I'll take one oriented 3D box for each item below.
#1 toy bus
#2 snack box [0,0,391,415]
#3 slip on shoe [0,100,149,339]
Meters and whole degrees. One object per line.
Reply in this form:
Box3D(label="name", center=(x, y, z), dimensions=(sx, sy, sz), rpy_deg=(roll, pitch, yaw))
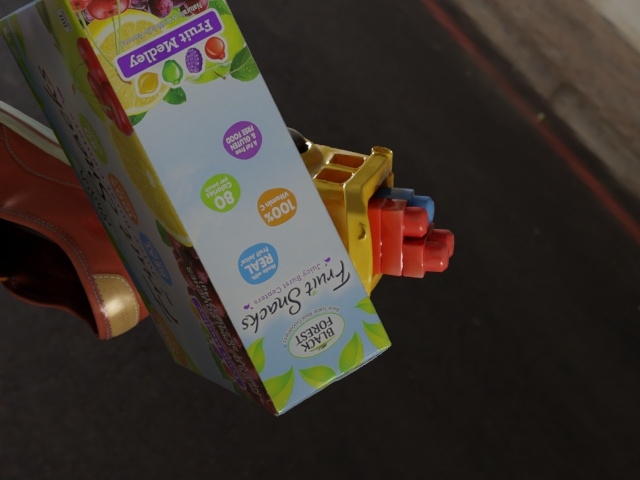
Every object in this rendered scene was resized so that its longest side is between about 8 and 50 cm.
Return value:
Box3D(label="toy bus", center=(0.000, 0.000, 1.268), dimensions=(0.211, 0.149, 0.220), rpy_deg=(7, 22, 15))
Box3D(label="snack box", center=(-0.066, -0.032, 0.720), dimensions=(0.207, 0.070, 0.174), rpy_deg=(65, -17, -13))
Box3D(label="slip on shoe", center=(-0.238, -0.028, 1.058), dimensions=(0.331, 0.123, 0.101), rpy_deg=(25, 54, 24))
